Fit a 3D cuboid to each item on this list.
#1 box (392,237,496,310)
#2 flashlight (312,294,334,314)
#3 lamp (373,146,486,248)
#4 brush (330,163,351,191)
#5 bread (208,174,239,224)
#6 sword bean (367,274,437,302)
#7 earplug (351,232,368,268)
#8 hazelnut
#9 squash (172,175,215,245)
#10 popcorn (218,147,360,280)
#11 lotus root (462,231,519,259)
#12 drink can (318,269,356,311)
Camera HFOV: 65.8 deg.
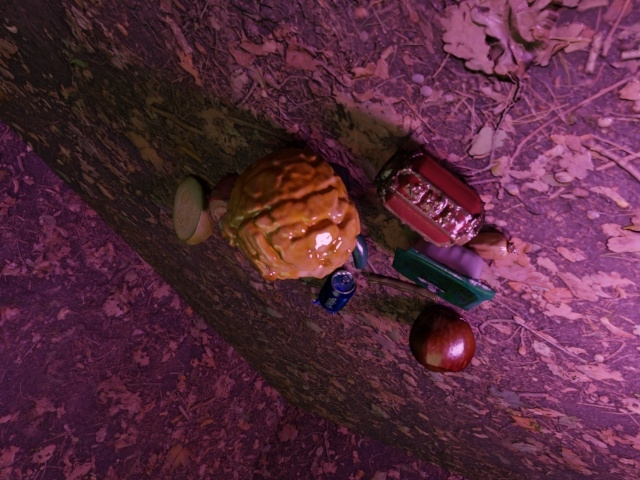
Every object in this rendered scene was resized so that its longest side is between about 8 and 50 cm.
[{"bbox_3d":[0.340,0.075,1.366,0.264,0.106,0.336,31,172,11],"label":"box"},{"bbox_3d":[0.020,0.285,2.186,0.121,0.057,0.035,41,-172,-26],"label":"flashlight"},{"bbox_3d":[0.261,-0.101,1.192,0.274,0.177,0.177,36,152,-6],"label":"lamp"},{"bbox_3d":[0.065,-0.150,1.479,0.063,0.016,0.193,21,149,28],"label":"brush"},{"bbox_3d":[-0.320,-0.134,1.810,0.244,0.123,0.190,-5,131,50],"label":"bread"},{"bbox_3d":[0.279,0.160,1.710,0.269,0.038,0.043,14,120,35],"label":"sword bean"},{"bbox_3d":[0.005,-0.005,1.669,0.258,0.163,0.280,9,180,-32],"label":"earplug"},{"bbox_3d":[0.403,0.337,1.672,0.234,0.218,0.218,5,140,44],"label":"hazelnut"},{"bbox_3d":[-0.539,-0.120,2.004,0.189,0.189,0.260,26,155,17],"label":"squash"},{"bbox_3d":[-0.086,-0.078,1.395,0.390,0.344,0.353,15,117,43],"label":"popcorn"},{"bbox_3d":[0.440,0.014,1.278,0.150,0.062,0.073,5,117,45],"label":"lotus root"},{"bbox_3d":[0.065,0.193,1.905,0.118,0.118,0.205,33,153,5],"label":"drink can"}]
